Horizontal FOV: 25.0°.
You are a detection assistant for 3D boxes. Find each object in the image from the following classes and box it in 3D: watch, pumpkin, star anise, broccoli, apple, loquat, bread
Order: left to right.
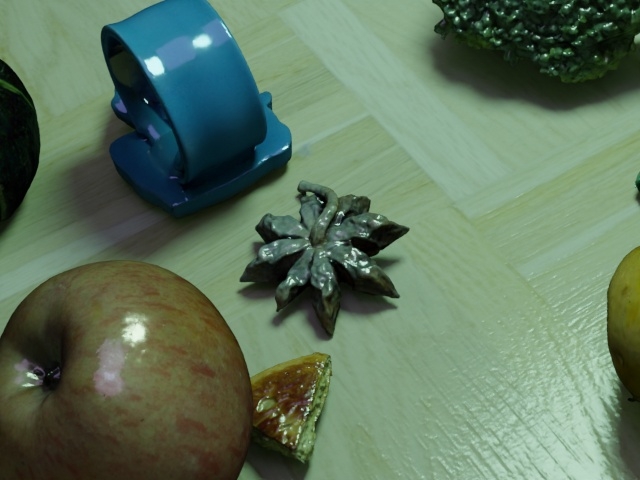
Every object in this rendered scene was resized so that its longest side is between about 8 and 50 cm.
[{"bbox_3d":[-0.544,-0.135,1.975,0.323,0.241,0.323,-4,52,5],"label":"pumpkin"},{"bbox_3d":[-0.237,0.176,1.614,0.344,0.269,0.345,-10,54,15],"label":"apple"},{"bbox_3d":[-0.194,-0.218,1.965,0.241,0.274,0.305,-31,56,-16],"label":"watch"},{"bbox_3d":[-0.062,0.201,1.722,0.136,0.054,0.154,-1,43,17],"label":"bread"},{"bbox_3d":[-0.001,0.000,1.870,0.230,0.081,0.262,-18,50,8],"label":"star anise"},{"bbox_3d":[0.341,-0.389,2.046,0.347,0.293,0.281,22,17,13],"label":"broccoli"},{"bbox_3d":[0.434,0.084,1.619,0.243,0.244,0.244,-5,48,6],"label":"loquat"}]

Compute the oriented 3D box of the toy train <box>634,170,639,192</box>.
[{"bbox_3d":[0.517,-0.139,1.892,0.177,0.116,0.285,15,51,6],"label":"toy train"}]
